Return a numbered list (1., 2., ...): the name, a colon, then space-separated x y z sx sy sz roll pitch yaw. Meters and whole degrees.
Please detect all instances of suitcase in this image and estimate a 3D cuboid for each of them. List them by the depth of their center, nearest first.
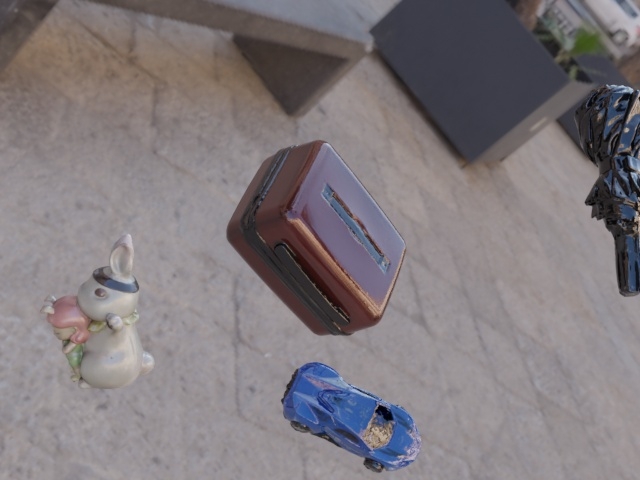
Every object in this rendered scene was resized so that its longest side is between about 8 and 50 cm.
1. suitcase: 0.000 0.000 1.486 0.297 0.161 0.236 50 44 -28

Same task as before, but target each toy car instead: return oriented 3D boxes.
1. toy car: 0.049 0.255 1.255 0.216 0.063 0.103 28 65 -3

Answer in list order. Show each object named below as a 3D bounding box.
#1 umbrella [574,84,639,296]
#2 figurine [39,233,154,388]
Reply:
1. umbrella: 0.462 -0.081 1.347 0.118 0.118 0.340 19 64 -50
2. figurine: -0.220 0.073 0.855 0.098 0.146 0.081 -15 24 -26
